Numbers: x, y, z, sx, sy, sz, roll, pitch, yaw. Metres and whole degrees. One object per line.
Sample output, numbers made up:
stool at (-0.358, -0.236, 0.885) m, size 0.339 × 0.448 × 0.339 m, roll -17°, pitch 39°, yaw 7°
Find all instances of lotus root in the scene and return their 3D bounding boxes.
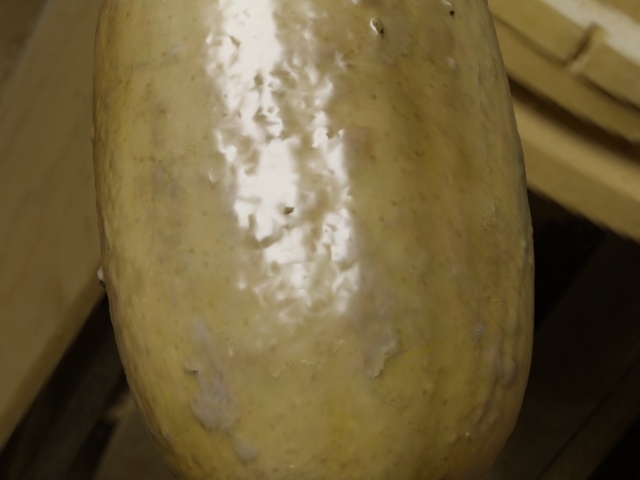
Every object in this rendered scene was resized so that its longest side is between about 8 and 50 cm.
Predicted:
lotus root at (0.000, 0.000, 0.673) m, size 0.169 × 0.151 × 0.342 m, roll 1°, pitch 66°, yaw -21°
